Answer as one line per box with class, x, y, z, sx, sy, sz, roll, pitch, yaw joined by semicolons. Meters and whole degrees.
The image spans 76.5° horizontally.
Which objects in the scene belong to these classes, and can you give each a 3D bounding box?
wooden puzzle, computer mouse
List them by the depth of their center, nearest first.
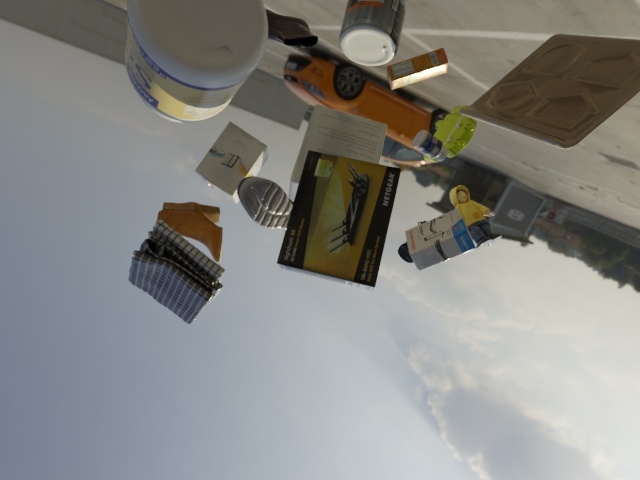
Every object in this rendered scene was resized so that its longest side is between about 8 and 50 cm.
wooden puzzle;0.554;-0.340;0.927;0.080;0.348;0.322;54;179;-37
computer mouse;0.440;0.030;1.676;0.184;0.262;0.060;40;-125;10

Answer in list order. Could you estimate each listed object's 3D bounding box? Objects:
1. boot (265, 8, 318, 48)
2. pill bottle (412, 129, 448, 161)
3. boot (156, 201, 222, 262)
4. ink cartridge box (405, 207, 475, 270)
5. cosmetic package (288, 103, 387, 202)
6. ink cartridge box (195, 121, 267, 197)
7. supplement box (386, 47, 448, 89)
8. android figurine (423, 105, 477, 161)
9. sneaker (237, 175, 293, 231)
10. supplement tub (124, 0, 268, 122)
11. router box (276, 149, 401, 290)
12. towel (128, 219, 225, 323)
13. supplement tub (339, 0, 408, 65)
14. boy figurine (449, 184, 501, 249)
boot;-0.148;-0.692;1.333;0.248;0.090;0.207;-8;-138;-17
pill bottle;0.385;-0.326;1.412;0.120;0.067;0.067;27;-167;-21
boot;-0.440;-0.029;1.365;0.211;0.104;0.295;0;-141;-20
ink cartridge box;0.403;-0.003;1.389;0.086;0.203;0.148;54;-158;-28
cosmetic package;0.064;-0.306;1.780;0.329;0.393;0.327;17;158;-1
ink cartridge box;-0.333;-0.290;1.554;0.168;0.232;0.171;33;172;-2
supplement box;0.390;-0.693;1.646;0.233;0.080;0.078;-14;168;9
android figurine;0.509;-0.417;1.603;0.056;0.248;0.273;30;-170;-19
sneaker;-0.167;-0.110;1.212;0.180;0.124;0.321;32;176;36
supplement tub;-0.267;-0.386;0.830;0.241;0.241;0.331;15;172;-26
router box;0.050;-0.053;1.019;0.243;0.308;0.081;12;167;7
towel;-0.398;0.106;1.112;0.235;0.284;0.121;39;-125;-5
supplement tub;0.182;-0.752;1.310;0.194;0.316;0.193;12;168;3
boy figurine;0.630;-0.106;1.677;0.177;0.092;0.285;-14;-117;-12
